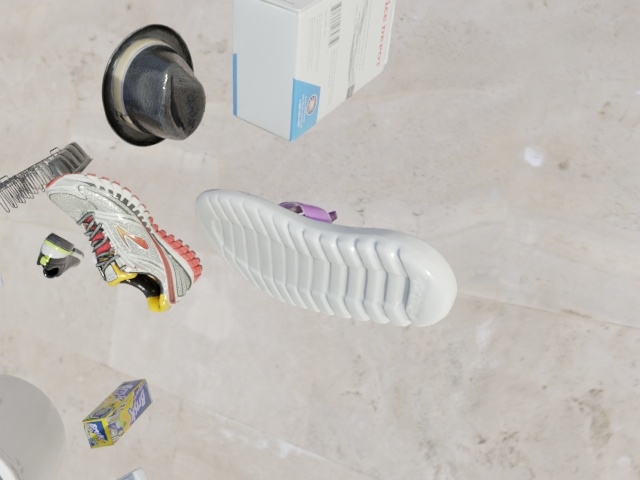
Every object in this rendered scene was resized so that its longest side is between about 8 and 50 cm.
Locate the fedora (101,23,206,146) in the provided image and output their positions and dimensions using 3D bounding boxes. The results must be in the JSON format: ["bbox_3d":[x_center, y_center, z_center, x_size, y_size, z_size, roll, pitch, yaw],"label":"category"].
[{"bbox_3d":[-0.391,-0.370,1.703,0.152,0.334,0.334,29,104,24],"label":"fedora"}]

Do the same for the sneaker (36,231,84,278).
[{"bbox_3d":[-0.647,0.045,1.632,0.084,0.235,0.097,28,76,-2],"label":"sneaker"}]

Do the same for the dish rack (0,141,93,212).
[{"bbox_3d":[-0.695,-0.140,1.602,0.271,0.208,0.074,-27,110,5],"label":"dish rack"}]

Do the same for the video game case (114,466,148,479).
[{"bbox_3d":[-0.306,0.482,1.076,0.173,0.022,0.190,-33,79,27],"label":"video game case"}]

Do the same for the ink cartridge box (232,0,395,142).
[{"bbox_3d":[-0.005,-0.342,1.116,0.129,0.307,0.223,26,136,21],"label":"ink cartridge box"}]

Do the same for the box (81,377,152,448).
[{"bbox_3d":[-0.394,0.335,1.313,0.054,0.169,0.059,-11,102,14],"label":"box"}]

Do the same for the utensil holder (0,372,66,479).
[{"bbox_3d":[-0.642,0.423,1.179,0.385,0.327,0.328,-160,78,-79],"label":"utensil holder"}]

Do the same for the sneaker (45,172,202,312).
[{"bbox_3d":[-0.251,0.003,0.844,0.088,0.225,0.093,-22,32,46],"label":"sneaker"}]

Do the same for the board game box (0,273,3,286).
[{"bbox_3d":[-0.602,-0.103,1.110,0.318,0.065,0.319,-40,66,63],"label":"board game box"}]

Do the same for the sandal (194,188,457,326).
[{"bbox_3d":[0.002,0.012,0.890,0.416,0.102,0.169,18,135,35],"label":"sandal"}]
